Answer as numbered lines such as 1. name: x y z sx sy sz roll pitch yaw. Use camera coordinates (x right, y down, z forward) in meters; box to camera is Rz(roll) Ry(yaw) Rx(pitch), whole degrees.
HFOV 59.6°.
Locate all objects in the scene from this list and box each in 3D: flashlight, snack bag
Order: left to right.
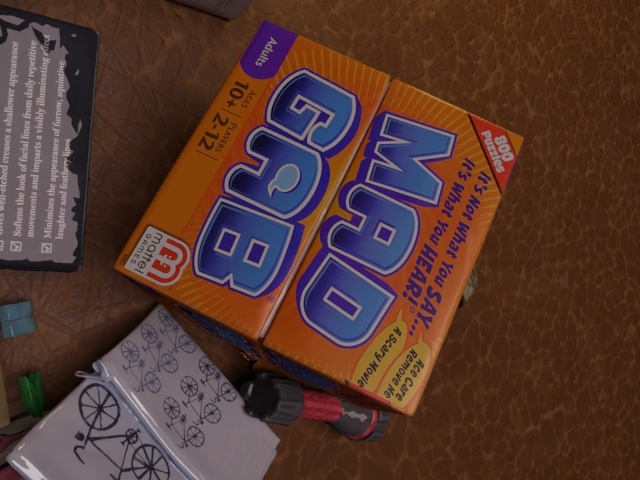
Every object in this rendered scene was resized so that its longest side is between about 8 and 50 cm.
1. snack bag: -0.214 0.289 0.780 0.323 0.037 0.342 53 27 -7
2. flashlight: 0.005 0.297 0.990 0.103 0.103 0.304 -40 141 20

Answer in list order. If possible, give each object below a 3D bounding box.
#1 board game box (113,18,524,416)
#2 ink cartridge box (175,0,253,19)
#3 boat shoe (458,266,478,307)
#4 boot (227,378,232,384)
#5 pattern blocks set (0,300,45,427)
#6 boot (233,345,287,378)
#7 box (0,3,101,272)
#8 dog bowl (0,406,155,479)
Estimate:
1. board game box: 0.000 0.000 0.795 0.356 0.356 0.357 25 74 4
2. ink cartridge box: -0.239 -0.474 0.761 0.395 0.270 0.151 5 84 -33
3. boat shoe: 0.272 0.006 1.210 0.089 0.104 0.285 -35 119 -33
4. boot: -0.169 0.310 0.958 0.118 0.042 0.087 -52 123 -23
5. pattern blocks set: -0.443 0.169 0.636 0.325 0.026 0.286 29 50 -72
6. boot: -0.026 0.191 1.020 0.295 0.104 0.211 47 72 -19
7. box: -0.486 -0.122 0.639 0.395 0.212 0.294 6 88 -34
8. dog bowl: -0.356 0.448 0.768 0.407 0.150 0.409 0 90 -33
